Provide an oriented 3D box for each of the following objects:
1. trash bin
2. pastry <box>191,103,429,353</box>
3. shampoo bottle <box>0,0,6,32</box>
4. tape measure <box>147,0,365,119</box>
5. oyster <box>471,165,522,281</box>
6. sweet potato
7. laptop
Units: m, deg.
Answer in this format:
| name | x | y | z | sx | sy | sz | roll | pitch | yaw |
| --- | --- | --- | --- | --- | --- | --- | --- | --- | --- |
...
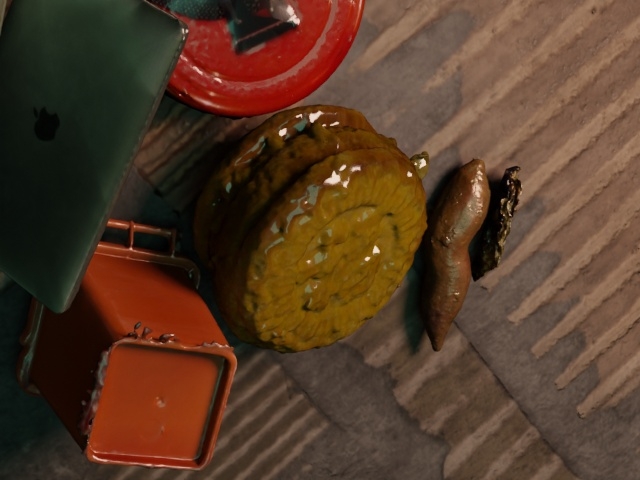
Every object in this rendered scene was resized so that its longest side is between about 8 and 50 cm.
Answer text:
| name | x | y | z | sx | sy | sz | roll | pitch | yaw |
| --- | --- | --- | --- | --- | --- | --- | --- | --- | --- |
| trash bin | -0.167 | 0.090 | 1.029 | 0.161 | 0.238 | 0.184 | 10 | 100 | -26 |
| pastry | 0.000 | 0.000 | 1.109 | 0.235 | 0.132 | 0.240 | 22 | 109 | -43 |
| shampoo bottle | -0.295 | -0.245 | 0.950 | 0.085 | 0.085 | 0.262 | 9 | 103 | -25 |
| tape measure | -0.073 | -0.241 | 1.030 | 0.253 | 0.114 | 0.260 | -29 | 116 | -11 |
| oyster | 0.193 | -0.016 | 1.248 | 0.029 | 0.086 | 0.132 | 18 | 90 | 7 |
| sweet potato | 0.138 | 0.017 | 1.243 | 0.065 | 0.051 | 0.218 | 8 | 104 | -20 |
| laptop | -0.228 | -0.097 | 0.975 | 0.015 | 0.187 | 0.269 | 1 | 118 | -61 |
